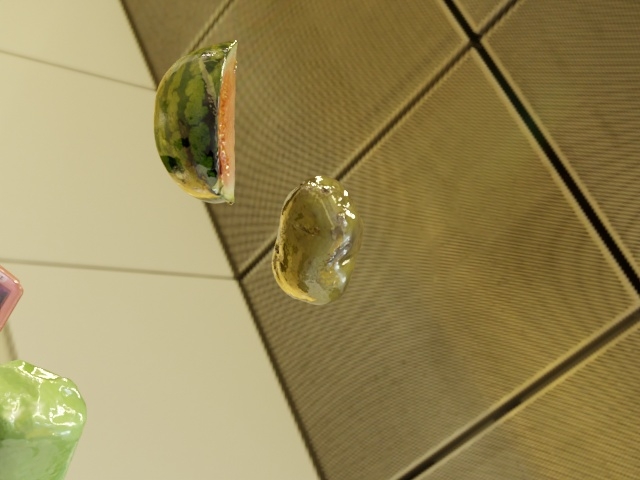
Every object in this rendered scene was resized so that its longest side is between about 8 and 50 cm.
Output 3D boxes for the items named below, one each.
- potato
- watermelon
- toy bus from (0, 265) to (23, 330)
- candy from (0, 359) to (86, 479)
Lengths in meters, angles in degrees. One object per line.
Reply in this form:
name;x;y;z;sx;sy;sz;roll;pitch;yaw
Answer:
potato;-0.005;-0.001;1.449;0.137;0.154;0.200;14;-67;8
watermelon;-0.199;-0.217;1.620;0.128;0.159;0.303;3;-88;60
toy bus;-0.762;0.120;1.851;0.233;0.203;0.427;-58;-155;-18
candy;-0.420;0.312;1.218;0.343;0.142;0.132;-60;-138;28
